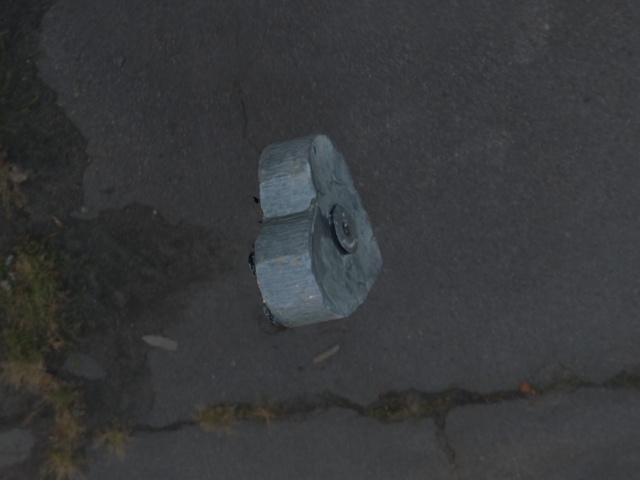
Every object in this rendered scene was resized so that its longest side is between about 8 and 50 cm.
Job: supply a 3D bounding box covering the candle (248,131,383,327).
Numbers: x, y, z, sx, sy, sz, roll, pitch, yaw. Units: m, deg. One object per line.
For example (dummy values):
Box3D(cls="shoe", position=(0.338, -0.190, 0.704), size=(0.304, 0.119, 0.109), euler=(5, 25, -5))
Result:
Box3D(cls="candle", position=(0.000, 0.000, 0.670), size=(0.068, 0.192, 0.168), euler=(-12, 152, 25))
